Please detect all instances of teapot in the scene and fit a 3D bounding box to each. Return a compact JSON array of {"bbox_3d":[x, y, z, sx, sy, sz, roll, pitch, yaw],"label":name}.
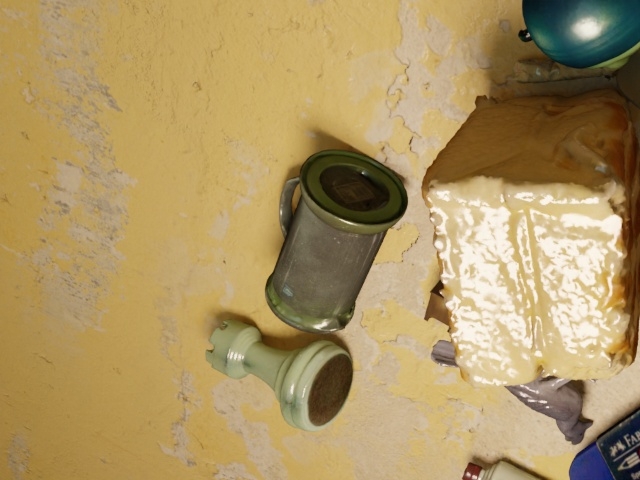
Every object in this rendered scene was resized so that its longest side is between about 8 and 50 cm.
[{"bbox_3d":[0.000,0.000,1.809,0.270,0.200,0.337,51,139,30],"label":"teapot"}]

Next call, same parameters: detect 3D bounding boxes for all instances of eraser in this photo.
[{"bbox_3d":[0.582,0.377,1.685,0.332,0.102,0.155,-52,51,41],"label":"eraser"}]

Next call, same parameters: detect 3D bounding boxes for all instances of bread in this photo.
[{"bbox_3d":[0.345,-0.013,1.450,0.280,0.390,0.371,-1,116,24],"label":"bread"}]

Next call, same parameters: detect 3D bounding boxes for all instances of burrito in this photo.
[{"bbox_3d":[0.374,-0.266,1.465,0.186,0.045,0.041,2,153,42],"label":"burrito"}]

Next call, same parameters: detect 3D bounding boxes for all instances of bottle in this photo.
[{"bbox_3d":[0.401,0.516,1.913,0.245,0.104,0.104,25,128,18],"label":"bottle"}]

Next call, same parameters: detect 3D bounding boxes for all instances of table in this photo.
[{"bbox_3d":[0.245,0.116,1.781,0.070,0.083,0.082,28,136,19],"label":"table"}]

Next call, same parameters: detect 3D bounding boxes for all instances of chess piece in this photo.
[{"bbox_3d":[-0.099,0.269,2.041,0.299,0.195,0.194,19,127,32],"label":"chess piece"}]

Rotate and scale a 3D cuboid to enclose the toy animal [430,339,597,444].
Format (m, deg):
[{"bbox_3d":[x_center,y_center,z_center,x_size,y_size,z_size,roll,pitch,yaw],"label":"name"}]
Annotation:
[{"bbox_3d":[0.400,0.255,1.720,0.367,0.081,0.206,33,135,-17],"label":"toy animal"}]

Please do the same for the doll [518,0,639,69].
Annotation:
[{"bbox_3d":[0.411,-0.353,1.310,0.322,0.198,0.186,-29,129,33],"label":"doll"}]

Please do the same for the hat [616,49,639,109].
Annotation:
[{"bbox_3d":[0.540,-0.250,1.390,0.173,0.144,0.166,-112,32,-43],"label":"hat"}]
